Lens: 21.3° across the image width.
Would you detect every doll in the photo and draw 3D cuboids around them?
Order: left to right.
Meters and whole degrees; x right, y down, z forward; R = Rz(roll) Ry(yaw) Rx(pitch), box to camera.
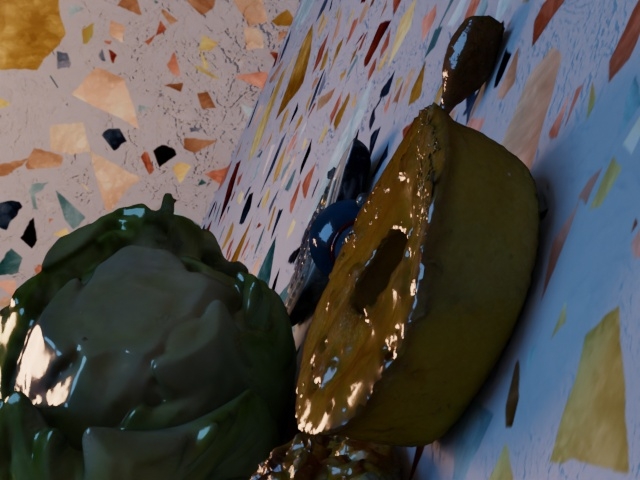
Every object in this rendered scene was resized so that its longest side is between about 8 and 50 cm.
[{"bbox_3d":[0.037,0.006,1.737,0.152,0.085,0.114,-145,64,-70],"label":"doll"}]

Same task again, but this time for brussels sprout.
[{"bbox_3d":[-0.200,0.196,1.935,0.425,0.342,0.361,-74,-17,-47],"label":"brussels sprout"}]

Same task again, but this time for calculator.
[{"bbox_3d":[0.000,0.000,2.053,0.268,0.040,0.177,126,163,-58],"label":"calculator"}]

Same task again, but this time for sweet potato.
[{"bbox_3d":[0.135,-0.162,1.628,0.117,0.049,0.049,-64,11,10],"label":"sweet potato"}]

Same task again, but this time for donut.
[{"bbox_3d":[0.081,0.038,1.338,0.277,0.108,0.277,-158,90,-80],"label":"donut"}]

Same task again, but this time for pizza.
[{"bbox_3d":[-0.021,0.222,1.437,0.226,0.086,0.335,-56,11,-32],"label":"pizza"}]
